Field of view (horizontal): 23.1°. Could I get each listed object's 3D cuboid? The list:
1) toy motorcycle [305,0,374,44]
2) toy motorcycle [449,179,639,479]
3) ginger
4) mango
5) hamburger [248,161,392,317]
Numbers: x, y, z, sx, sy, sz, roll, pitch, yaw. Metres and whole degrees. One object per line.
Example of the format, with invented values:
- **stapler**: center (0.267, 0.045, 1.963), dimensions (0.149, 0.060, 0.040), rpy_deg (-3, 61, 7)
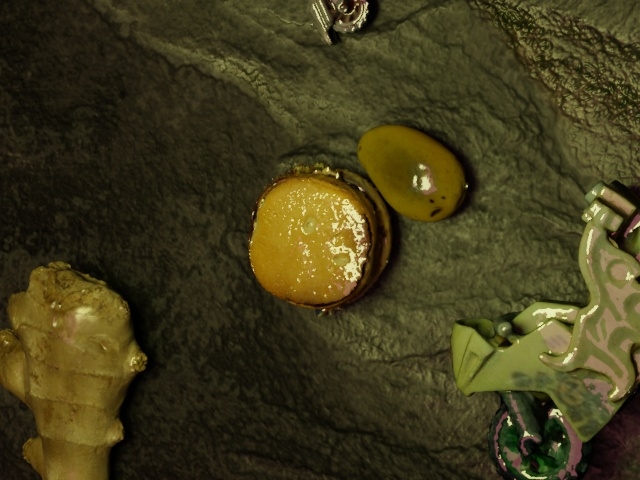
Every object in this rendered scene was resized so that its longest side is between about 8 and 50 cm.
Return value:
- **toy motorcycle**: center (-0.030, -0.340, 1.997), dimensions (0.122, 0.080, 0.215), rpy_deg (-38, 83, 22)
- **toy motorcycle**: center (0.316, 0.101, 1.838), dimensions (0.237, 0.169, 0.410), rpy_deg (44, 104, 8)
- **ginger**: center (-0.367, 0.218, 2.146), dimensions (0.236, 0.166, 0.375), rpy_deg (16, 94, 6)
- **mango**: center (0.110, -0.088, 1.960), dimensions (0.161, 0.076, 0.103), rpy_deg (37, 115, 25)
- **hamburger**: center (-0.003, -0.008, 1.991), dimensions (0.191, 0.118, 0.182), rpy_deg (37, 105, 13)
